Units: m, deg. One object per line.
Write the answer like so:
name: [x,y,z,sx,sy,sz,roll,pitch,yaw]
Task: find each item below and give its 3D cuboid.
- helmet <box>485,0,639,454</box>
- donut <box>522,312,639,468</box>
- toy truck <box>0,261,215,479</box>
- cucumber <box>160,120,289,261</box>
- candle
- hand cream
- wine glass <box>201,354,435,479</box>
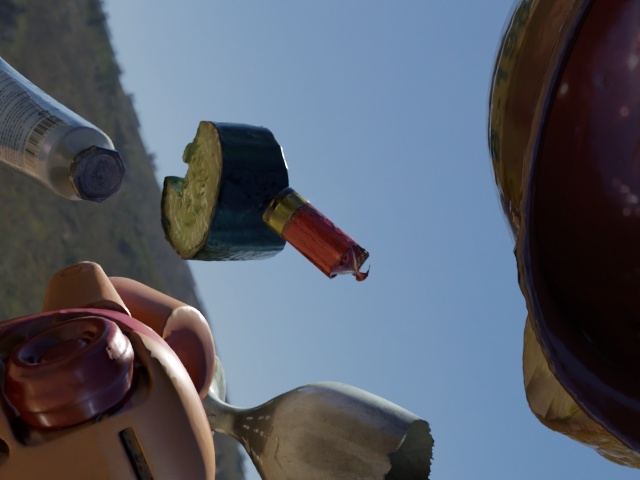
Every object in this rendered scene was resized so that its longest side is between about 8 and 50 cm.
helmet: [0.241,-0.077,0.838,0.230,0.338,0.384,-132,-133,-63]
donut: [0.370,0.119,1.567,0.330,0.160,0.330,-52,-152,42]
toy truck: [-0.192,0.127,0.855,0.239,0.265,0.189,-123,-166,-68]
cucumber: [-0.127,-0.060,1.707,0.191,0.130,0.191,6,-82,57]
candle: [0.000,0.000,1.362,0.131,0.052,0.052,39,-19,14]
hand cream: [-0.241,-0.094,1.029,0.058,0.091,0.271,32,-2,-43]
wine glass: [-0.026,0.178,1.135,0.241,0.126,0.126,12,-46,28]
